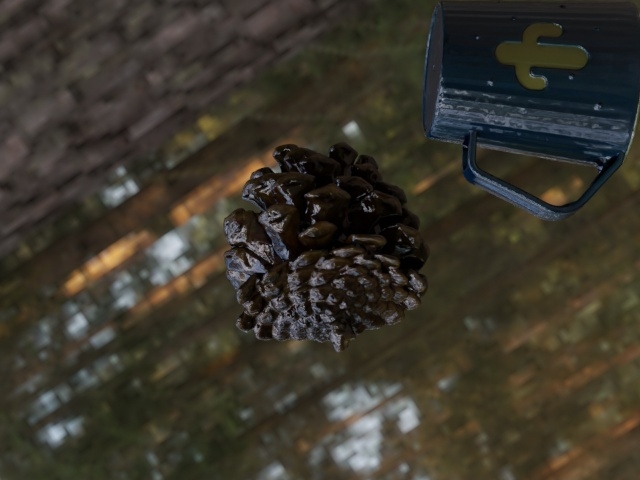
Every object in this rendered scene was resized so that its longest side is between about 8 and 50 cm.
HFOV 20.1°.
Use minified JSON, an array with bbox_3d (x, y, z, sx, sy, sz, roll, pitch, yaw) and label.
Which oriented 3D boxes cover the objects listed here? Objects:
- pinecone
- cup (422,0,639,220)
[{"bbox_3d":[-0.001,0.001,1.622,0.185,0.169,0.212,15,-158,-24],"label":"pinecone"},{"bbox_3d":[0.160,-0.106,1.398,0.131,0.155,0.176,109,166,-76],"label":"cup"}]
